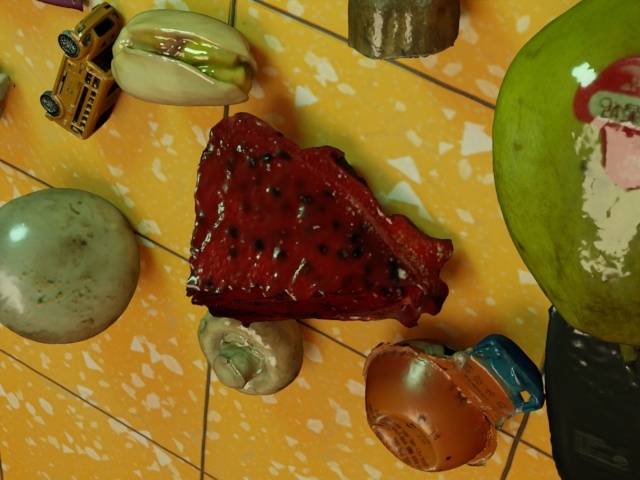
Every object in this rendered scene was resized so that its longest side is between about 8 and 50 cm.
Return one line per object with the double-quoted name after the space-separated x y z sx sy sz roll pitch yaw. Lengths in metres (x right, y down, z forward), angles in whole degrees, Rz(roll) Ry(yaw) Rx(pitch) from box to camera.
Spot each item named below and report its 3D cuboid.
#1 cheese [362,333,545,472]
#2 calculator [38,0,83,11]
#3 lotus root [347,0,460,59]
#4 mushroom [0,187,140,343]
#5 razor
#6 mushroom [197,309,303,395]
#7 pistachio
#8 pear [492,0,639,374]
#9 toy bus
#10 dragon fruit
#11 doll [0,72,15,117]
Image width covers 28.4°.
0.164 0.203 1.623 0.217 0.129 0.329 47 147 -4 "cheese"
-0.392 -0.375 1.666 0.191 0.034 0.126 21 137 25 "calculator"
0.085 -0.245 1.331 0.122 0.112 0.081 -6 115 5 "lotus root"
-0.399 0.033 1.905 0.244 0.243 0.243 22 136 23 "mushroom"
0.354 0.179 1.483 0.189 0.107 0.326 19 135 28 "razor"
-0.104 0.151 1.818 0.166 0.127 0.166 22 129 29 "mushroom"
-0.164 -0.221 1.558 0.201 0.117 0.145 8 167 25 "pistachio"
0.296 -0.058 1.166 0.287 0.287 0.375 8 100 35 "pear"
-0.304 -0.224 1.686 0.088 0.083 0.194 37 142 2 "toy bus"
0.000 -0.010 1.623 0.329 0.227 0.286 3 166 1 "dragon fruit"
-0.582 -0.249 1.857 0.257 0.161 0.215 26 126 -5 "doll"
